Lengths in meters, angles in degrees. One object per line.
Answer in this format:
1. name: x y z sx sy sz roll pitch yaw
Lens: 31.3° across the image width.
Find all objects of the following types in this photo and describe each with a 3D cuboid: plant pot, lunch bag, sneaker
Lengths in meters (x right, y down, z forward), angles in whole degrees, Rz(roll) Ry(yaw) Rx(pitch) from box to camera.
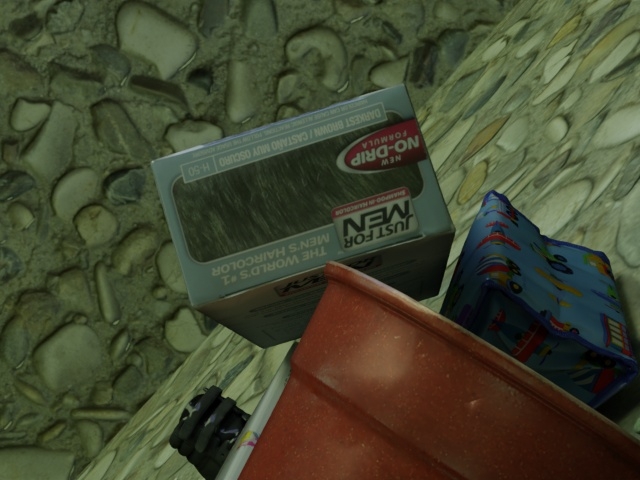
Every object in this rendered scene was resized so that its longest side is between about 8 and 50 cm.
1. plant pot: 0.046 0.195 0.693 0.265 0.272 0.272 -57 11 -5
2. lunch bag: 0.124 0.138 0.979 0.293 0.138 0.221 -59 4 22
3. sneaker: -0.088 0.237 1.341 0.104 0.147 0.295 -52 12 -30

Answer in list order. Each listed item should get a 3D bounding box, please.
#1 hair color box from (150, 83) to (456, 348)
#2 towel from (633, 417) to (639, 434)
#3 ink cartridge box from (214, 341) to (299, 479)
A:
1. hair color box: 0.000 0.000 0.940 0.185 0.114 0.374 -17 -10 1
2. towel: 0.234 0.081 0.357 0.247 0.038 0.325 -7 3 12
3. ink cartridge box: -0.053 0.263 1.062 0.201 0.117 0.278 -61 1 38
